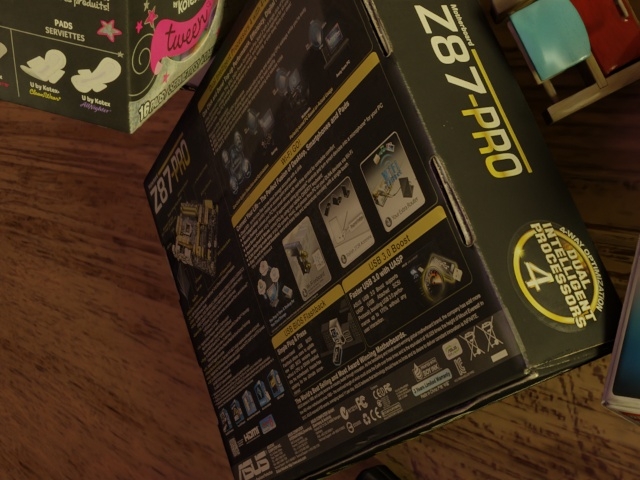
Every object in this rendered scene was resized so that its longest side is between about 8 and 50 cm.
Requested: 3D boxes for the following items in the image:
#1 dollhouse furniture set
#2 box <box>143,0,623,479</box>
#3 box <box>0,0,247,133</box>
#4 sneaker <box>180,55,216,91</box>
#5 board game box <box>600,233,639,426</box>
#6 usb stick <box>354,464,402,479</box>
[{"bbox_3d":[0.150,-0.179,0.497,0.129,0.129,0.184,-27,89,9],"label":"dollhouse furniture set"},{"bbox_3d":[0.000,0.000,0.657,0.395,0.097,0.318,-45,63,53],"label":"box"},{"bbox_3d":[-0.149,-0.208,0.651,0.163,0.247,0.142,15,127,12],"label":"box"},{"bbox_3d":[-0.078,-0.298,0.825,0.146,0.122,0.331,18,105,30],"label":"sneaker"},{"bbox_3d":[0.283,0.005,0.375,0.305,0.053,0.193,1,67,50],"label":"board game box"},{"bbox_3d":[0.111,0.266,0.652,0.278,0.045,0.077,33,107,45],"label":"usb stick"}]
